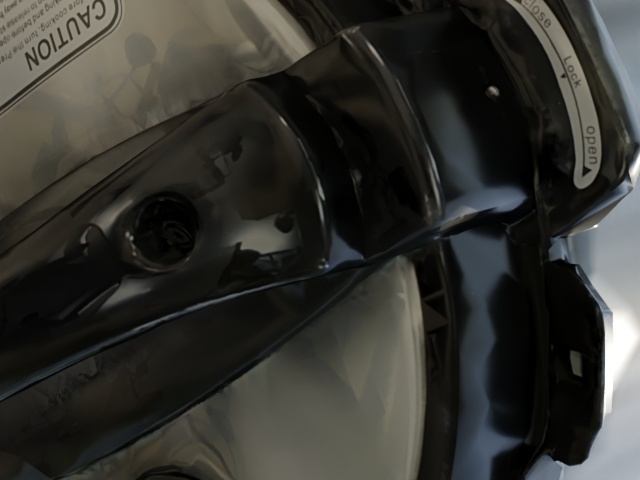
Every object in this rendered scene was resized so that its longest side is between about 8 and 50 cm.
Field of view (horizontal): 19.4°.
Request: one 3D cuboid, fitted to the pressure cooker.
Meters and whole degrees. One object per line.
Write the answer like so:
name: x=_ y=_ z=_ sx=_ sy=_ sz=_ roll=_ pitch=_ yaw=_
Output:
pressure cooker: x=0.004 y=0.005 z=0.817 sx=0.375 sy=0.370 sz=0.420 roll=29 pitch=-151 yaw=34
